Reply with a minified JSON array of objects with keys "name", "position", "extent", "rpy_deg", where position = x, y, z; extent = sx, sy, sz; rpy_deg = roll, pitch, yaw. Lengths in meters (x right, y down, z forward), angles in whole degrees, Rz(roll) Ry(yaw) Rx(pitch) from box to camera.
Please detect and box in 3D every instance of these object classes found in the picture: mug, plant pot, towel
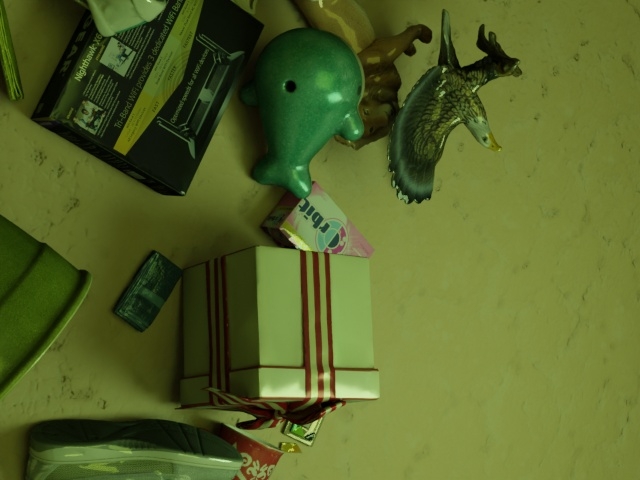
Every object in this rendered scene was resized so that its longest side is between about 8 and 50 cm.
[{"name":"mug","position":[-0.160,0.387,1.691],"extent":[0.169,0.150,0.113],"rpy_deg":[-66,160,-8]},{"name":"plant pot","position":[-0.531,0.051,1.258],"extent":[0.353,0.366,0.366],"rpy_deg":[47,67,-16]},{"name":"towel","position":[-0.264,0.079,1.620],"extent":[0.067,0.029,0.119],"rpy_deg":[41,70,-31]},{"name":"towel","position":[-0.434,-0.310,1.430],"extent":[0.021,0.102,0.237],"rpy_deg":[-10,100,-7]}]

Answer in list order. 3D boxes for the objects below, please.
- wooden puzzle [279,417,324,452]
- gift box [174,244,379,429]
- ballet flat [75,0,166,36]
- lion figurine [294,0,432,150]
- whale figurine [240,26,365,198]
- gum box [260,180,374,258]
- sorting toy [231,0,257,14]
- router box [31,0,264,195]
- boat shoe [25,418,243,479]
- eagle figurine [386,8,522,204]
[{"name":"wooden puzzle","position":[-0.026,0.318,1.819],"extent":[0.079,0.014,0.116],"rpy_deg":[24,79,-35]},{"name":"gift box","position":[-0.088,0.160,1.616],"extent":[0.276,0.255,0.258],"rpy_deg":[4,76,-32]},{"name":"ballet flat","position":[-0.368,-0.449,1.430],"extent":[0.139,0.139,0.400],"rpy_deg":[-37,91,-28]},{"name":"lion figurine","position":[0.041,-0.364,1.764],"extent":[0.240,0.142,0.392],"rpy_deg":[-33,98,-21]},{"name":"whale figurine","position":[-0.038,-0.200,1.660],"extent":[0.141,0.216,0.272],"rpy_deg":[-31,141,-69]},{"name":"gum box","position":[0.000,0.000,1.784],"extent":[0.188,0.062,0.107],"rpy_deg":[48,67,-28]},{"name":"sorting toy","position":[-0.122,-0.403,1.683],"extent":[0.075,0.045,0.083],"rpy_deg":[34,73,-40]},{"name":"router box","position":[-0.252,-0.255,1.572],"extent":[0.243,0.081,0.308],"rpy_deg":[32,75,-33]},{"name":"boat shoe","position":[-0.276,0.335,1.568],"extent":[0.321,0.118,0.103],"rpy_deg":[6,104,-23]},{"name":"eagle figurine","position":[0.211,-0.212,1.772],"extent":[0.298,0.225,0.226],"rpy_deg":[-40,134,12]}]
